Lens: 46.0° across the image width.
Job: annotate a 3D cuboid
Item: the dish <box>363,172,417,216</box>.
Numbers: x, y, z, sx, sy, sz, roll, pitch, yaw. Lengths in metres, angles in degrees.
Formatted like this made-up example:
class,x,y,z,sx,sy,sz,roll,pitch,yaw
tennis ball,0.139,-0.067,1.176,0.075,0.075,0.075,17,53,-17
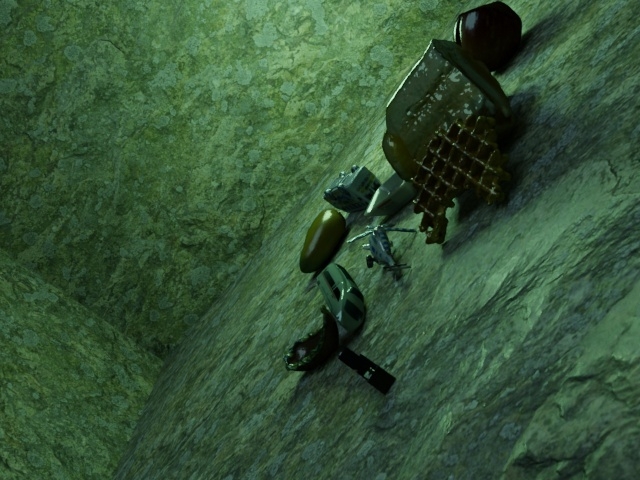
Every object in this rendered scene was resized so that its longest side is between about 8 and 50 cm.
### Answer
class,x,y,z,sx,sy,sz,roll,pitch,yaw
dish,0.222,-0.138,2.283,0.234,0.064,0.154,-40,17,45

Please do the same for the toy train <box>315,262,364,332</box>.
class,x,y,z,sx,sy,sz,roll,pitch,yaw
toy train,0.063,0.147,2.004,0.088,0.086,0.407,-46,12,3

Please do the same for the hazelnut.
class,x,y,z,sx,sy,sz,roll,pitch,yaw
hazelnut,0.519,-0.621,2.313,0.218,0.218,0.234,-46,-6,31

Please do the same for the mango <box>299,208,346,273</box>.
class,x,y,z,sx,sy,sz,roll,pitch,yaw
mango,0.000,0.000,2.622,0.156,0.114,0.251,-20,33,57

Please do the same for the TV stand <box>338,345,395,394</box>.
class,x,y,z,sx,sy,sz,roll,pitch,yaw
TV stand,0.092,0.268,1.595,0.040,0.049,0.256,-55,12,-5

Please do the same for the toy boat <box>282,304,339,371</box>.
class,x,y,z,sx,sy,sz,roll,pitch,yaw
toy boat,-0.011,0.256,1.918,0.293,0.099,0.108,-54,8,50

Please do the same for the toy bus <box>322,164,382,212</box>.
class,x,y,z,sx,sy,sz,roll,pitch,yaw
toy bus,0.113,-0.173,2.645,0.109,0.136,0.329,-52,10,-12

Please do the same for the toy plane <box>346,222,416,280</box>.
class,x,y,z,sx,sy,sz,roll,pitch,yaw
toy plane,0.178,0.035,1.952,0.181,0.107,0.273,-15,28,-23

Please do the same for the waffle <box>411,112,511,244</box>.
class,x,y,z,sx,sy,sz,roll,pitch,yaw
waffle,0.313,-0.149,1.713,0.293,0.069,0.260,-35,53,49

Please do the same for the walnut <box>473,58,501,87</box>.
class,x,y,z,sx,sy,sz,roll,pitch,yaw
walnut,0.384,-0.393,2.077,0.213,0.213,0.213,-50,11,14

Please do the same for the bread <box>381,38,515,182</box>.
class,x,y,z,sx,sy,sz,roll,pitch,yaw
bread,0.319,-0.290,1.913,0.210,0.300,0.341,-1,-46,-46
